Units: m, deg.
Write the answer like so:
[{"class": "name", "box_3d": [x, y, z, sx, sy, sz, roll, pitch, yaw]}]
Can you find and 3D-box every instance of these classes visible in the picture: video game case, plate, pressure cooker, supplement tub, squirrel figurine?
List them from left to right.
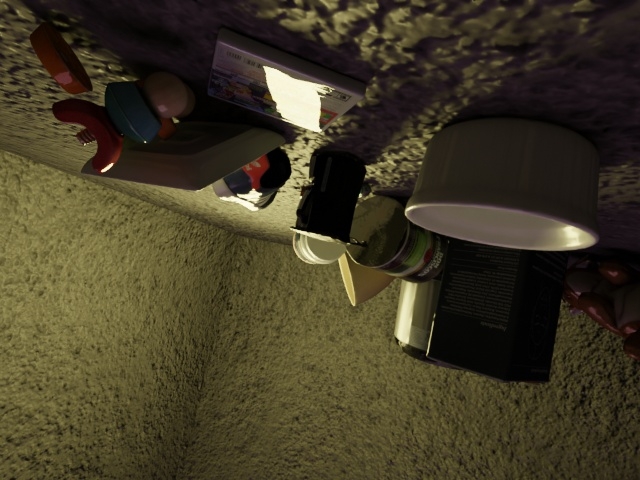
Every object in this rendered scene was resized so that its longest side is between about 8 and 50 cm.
[{"class": "plate", "box_3d": [-0.247, -0.175, 0.791, 0.277, 0.045, 0.278, 10, -149, 25]}, {"class": "video game case", "box_3d": [-0.059, -0.222, 0.623, 0.201, 0.023, 0.183, 14, 174, -18]}, {"class": "supplement tub", "box_3d": [0.000, 0.000, 1.728, 0.190, 0.191, 0.272, 14, 174, -12]}, {"class": "pressure cooker", "box_3d": [0.464, 0.198, 1.486, 0.369, 0.421, 0.375, 7, -176, 3]}, {"class": "squirrel figurine", "box_3d": [0.906, 0.188, 1.224, 0.396, 0.281, 0.370, 17, 180, -14]}]

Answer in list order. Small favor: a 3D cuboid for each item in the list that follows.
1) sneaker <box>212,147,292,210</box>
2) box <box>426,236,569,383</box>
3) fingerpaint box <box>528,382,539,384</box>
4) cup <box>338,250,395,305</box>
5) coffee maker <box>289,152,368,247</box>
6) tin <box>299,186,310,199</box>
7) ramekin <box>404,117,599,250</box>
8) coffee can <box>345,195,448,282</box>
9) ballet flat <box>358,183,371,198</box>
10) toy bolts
[{"class": "sneaker", "box_3d": [-0.127, -0.151, 0.994, 0.148, 0.131, 0.350, -19, -178, 10]}, {"class": "box", "box_3d": [0.478, 0.150, 1.120, 0.211, 0.396, 0.293, 6, 170, 46]}, {"class": "fingerpaint box", "box_3d": [0.718, 0.289, 1.660, 0.163, 0.446, 0.371, 12, 173, -1]}, {"class": "cup", "box_3d": [0.229, 0.123, 2.026, 0.236, 0.332, 0.331, -13, 175, -4]}, {"class": "coffee maker", "box_3d": [0.039, -0.086, 0.912, 0.171, 0.179, 0.120, 15, 176, 7]}, {"class": "tin", "box_3d": [0.021, -0.121, 1.318, 0.189, 0.040, 0.106, 17, 177, -34]}, {"class": "ramekin", "box_3d": [0.282, -0.080, 0.664, 0.276, 0.135, 0.277, 13, 175, 1]}, {"class": "coffee can", "box_3d": [0.227, 0.005, 1.242, 0.201, 0.202, 0.275, 8, 172, 40]}, {"class": "ballet flat", "box_3d": [0.103, -0.124, 1.109, 0.041, 0.041, 0.114, 15, 175, -17]}, {"class": "toy bolts", "box_3d": [-0.282, -0.223, 0.613, 0.218, 0.158, 0.228, 65, 175, -35]}]
